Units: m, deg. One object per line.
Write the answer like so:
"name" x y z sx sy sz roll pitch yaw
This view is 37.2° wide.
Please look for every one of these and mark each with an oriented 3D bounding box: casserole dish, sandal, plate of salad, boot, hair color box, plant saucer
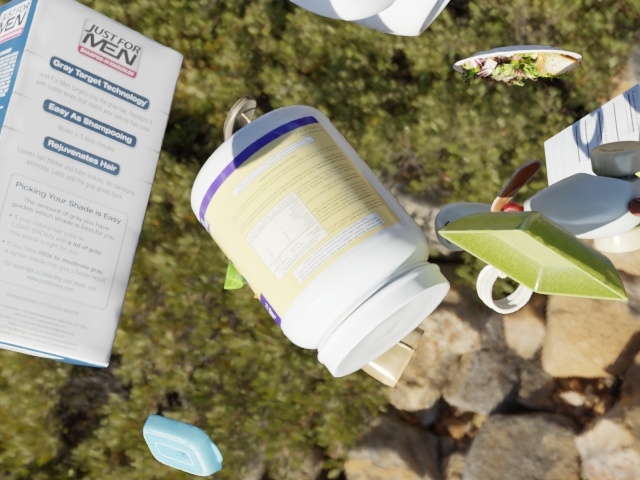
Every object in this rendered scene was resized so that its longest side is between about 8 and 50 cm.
"casserole dish" -0.266 0.391 1.795 0.188 0.114 0.037 6 38 36
"sandal" -0.173 -0.211 2.055 0.060 0.090 0.219 29 116 18
"plate of salad" 0.310 -0.271 1.502 0.200 0.200 0.048 -2 91 49
"boot" 0.091 0.132 1.950 0.236 0.270 0.089 -61 -7 4
"hair color box" -0.273 -0.059 0.973 0.105 0.174 0.347 -3 71 48
"plant saucer" 0.276 0.013 1.225 0.188 0.188 0.045 0 63 65

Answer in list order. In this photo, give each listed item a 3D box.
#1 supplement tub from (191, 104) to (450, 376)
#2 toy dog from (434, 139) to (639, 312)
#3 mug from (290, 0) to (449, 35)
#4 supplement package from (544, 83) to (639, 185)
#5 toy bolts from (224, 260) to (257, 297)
"supplement tub" 0.000 0.000 1.342 0.241 0.241 0.331 -45 71 20
"toy dog" 0.352 -0.031 1.384 0.334 0.220 0.161 -32 13 1
"mug" 0.043 -0.446 1.406 0.374 0.328 0.276 -51 -4 -43
"supplement package" 0.558 -0.165 1.788 0.244 0.139 0.133 -35 48 52
"toy bolts" -0.130 0.015 2.280 0.228 0.159 0.218 117 163 -68
